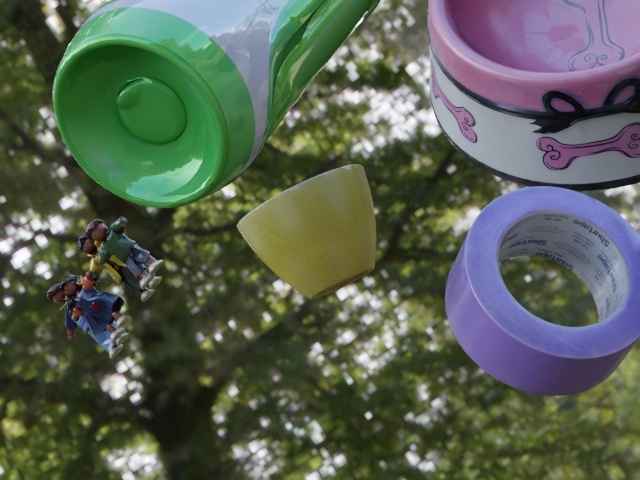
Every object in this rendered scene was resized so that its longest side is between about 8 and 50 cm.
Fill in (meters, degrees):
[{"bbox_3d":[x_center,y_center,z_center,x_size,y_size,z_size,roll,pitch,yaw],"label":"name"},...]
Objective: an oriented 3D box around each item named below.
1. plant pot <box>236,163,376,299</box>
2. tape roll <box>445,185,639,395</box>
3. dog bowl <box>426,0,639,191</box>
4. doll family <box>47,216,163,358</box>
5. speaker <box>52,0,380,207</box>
[{"bbox_3d":[0.000,0.000,1.207,0.134,0.095,0.134,-25,-8,-3],"label":"plant pot"},{"bbox_3d":[0.219,0.047,1.203,0.189,0.189,0.080,-25,-24,-23],"label":"tape roll"},{"bbox_3d":[0.302,-0.261,1.423,0.408,0.408,0.150,-34,-40,-3],"label":"dog bowl"},{"bbox_3d":[-0.252,0.049,1.437,0.193,0.111,0.076,-57,-9,20],"label":"doll family"},{"bbox_3d":[-0.048,-0.140,0.796,0.131,0.131,0.296,-53,3,39],"label":"speaker"}]
